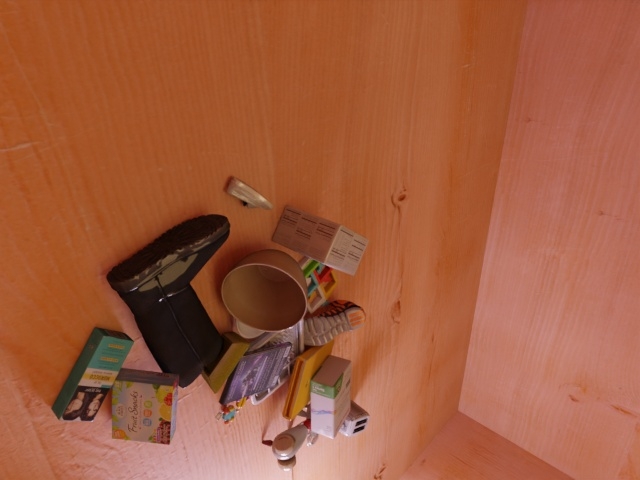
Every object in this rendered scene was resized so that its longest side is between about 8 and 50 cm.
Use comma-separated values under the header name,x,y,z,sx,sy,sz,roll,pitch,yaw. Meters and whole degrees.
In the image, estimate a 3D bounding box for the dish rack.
name,x,y,z,sx,sy,sz,roll,pitch,yaw
dish rack,-0.184,0.448,1.740,0.285,0.072,0.333,-32,140,-35

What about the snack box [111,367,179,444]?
name,x,y,z,sx,sy,sz,roll,pitch,yaw
snack box,-0.517,0.490,1.328,0.070,0.174,0.207,-93,-168,-74

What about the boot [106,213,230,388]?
name,x,y,z,sx,sy,sz,roll,pitch,yaw
boot,-0.374,0.186,1.359,0.366,0.146,0.446,-33,128,-25

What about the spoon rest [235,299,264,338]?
name,x,y,z,sx,sy,sz,roll,pitch,yaw
spoon rest,-0.196,0.265,1.650,0.276,0.084,0.138,-17,102,-47

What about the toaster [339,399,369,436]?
name,x,y,z,sx,sy,sz,roll,pitch,yaw
toaster,0.152,0.920,2.335,0.226,0.146,0.129,11,100,-51

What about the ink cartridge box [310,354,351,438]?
name,x,y,z,sx,sy,sz,roll,pitch,yaw
ink cartridge box,0.048,0.684,1.981,0.201,0.117,0.279,-37,132,-57

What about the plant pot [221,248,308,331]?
name,x,y,z,sx,sy,sz,roll,pitch,yaw
plant pot,-0.168,0.140,1.521,0.191,0.283,0.284,-74,161,-57

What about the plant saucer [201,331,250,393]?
name,x,y,z,sx,sy,sz,roll,pitch,yaw
plant saucer,-0.333,0.393,1.507,0.045,0.188,0.188,41,74,-23

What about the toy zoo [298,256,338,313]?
name,x,y,z,sx,sy,sz,roll,pitch,yaw
toy zoo,-0.019,0.173,1.864,0.192,0.030,0.293,-47,138,-23

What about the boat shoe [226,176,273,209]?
name,x,y,z,sx,sy,sz,roll,pitch,yaw
boat shoe,-0.228,-0.135,1.448,0.063,0.066,0.184,-52,144,4

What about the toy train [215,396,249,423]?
name,x,y,z,sx,sy,sz,roll,pitch,yaw
toy train,-0.335,0.601,1.695,0.166,0.046,0.125,-54,139,-21

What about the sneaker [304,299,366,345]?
name,x,y,z,sx,sy,sz,roll,pitch,yaw
sneaker,0.028,0.348,1.934,0.320,0.180,0.125,-12,100,-9

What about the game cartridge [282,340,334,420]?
name,x,y,z,sx,sy,sz,roll,pitch,yaw
game cartridge,-0.044,0.576,1.945,0.323,0.052,0.286,-18,124,-67

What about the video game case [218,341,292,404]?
name,x,y,z,sx,sy,sz,roll,pitch,yaw
video game case,-0.226,0.471,1.617,0.274,0.026,0.196,3,113,-54

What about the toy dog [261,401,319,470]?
name,x,y,z,sx,sy,sz,roll,pitch,yaw
toy dog,-0.132,0.846,2.001,0.333,0.160,0.220,-15,117,-62

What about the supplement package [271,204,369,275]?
name,x,y,z,sx,sy,sz,roll,pitch,yaw
supplement package,0.000,0.000,1.615,0.204,0.261,0.145,25,89,-52

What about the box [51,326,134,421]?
name,x,y,z,sx,sy,sz,roll,pitch,yaw
box,-0.620,0.367,1.231,0.100,0.060,0.245,32,82,-51
